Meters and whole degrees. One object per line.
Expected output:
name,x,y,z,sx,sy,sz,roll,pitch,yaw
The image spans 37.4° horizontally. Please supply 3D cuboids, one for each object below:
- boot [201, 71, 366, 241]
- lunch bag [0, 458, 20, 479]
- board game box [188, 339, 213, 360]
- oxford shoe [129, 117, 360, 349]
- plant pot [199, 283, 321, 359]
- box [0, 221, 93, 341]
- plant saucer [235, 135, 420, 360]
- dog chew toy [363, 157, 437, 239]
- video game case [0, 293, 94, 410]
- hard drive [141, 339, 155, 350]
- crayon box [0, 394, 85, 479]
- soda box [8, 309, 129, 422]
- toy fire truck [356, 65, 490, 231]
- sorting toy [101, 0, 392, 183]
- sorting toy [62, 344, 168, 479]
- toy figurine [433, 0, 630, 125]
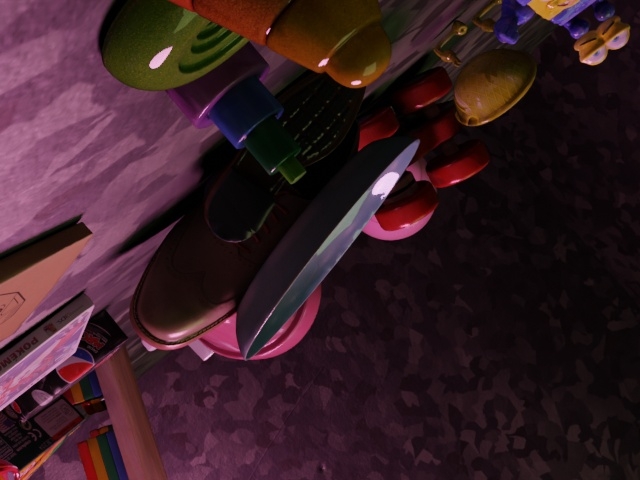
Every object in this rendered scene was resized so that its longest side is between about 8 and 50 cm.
boot,-0.048,-0.102,0.963,0.219,0.082,0.106,-48,-158,-2
lunch bag,-0.414,0.337,0.927,0.293,0.120,0.258,-67,164,-4
board game box,-0.115,0.047,1.536,0.224,0.097,0.303,-41,-172,10
oxford shoe,-0.083,-0.027,1.061,0.348,0.123,0.130,-50,180,-23
plant pot,-0.121,0.061,1.274,0.201,0.201,0.180,-40,162,11
box,-0.283,0.068,0.734,0.164,0.021,0.201,-42,176,34
plant saucer,0.000,0.000,1.076,0.318,0.043,0.317,-51,174,-8
dog chew toy,0.149,-0.117,2.009,0.206,0.207,0.332,-40,170,-3
video game case,-0.351,0.153,1.099,0.183,0.023,0.201,-40,176,-29
hard drive,-0.239,0.109,1.913,0.203,0.040,0.307,-38,177,-36
crayon box,-0.517,0.365,1.250,0.313,0.106,0.363,-46,178,17
soda box,-0.340,0.166,1.259,0.169,0.053,0.060,-39,178,-34
toy fire truck,0.098,-0.135,1.504,0.302,0.169,0.254,-38,-165,-28
sorting toy,-0.028,-0.093,0.483,0.127,0.126,0.365,-40,177,-8
sorting toy,-0.333,0.289,1.499,0.089,0.257,0.255,-18,174,-6
toy figurine,0.259,-0.324,1.169,0.362,0.191,0.217,-33,150,21
